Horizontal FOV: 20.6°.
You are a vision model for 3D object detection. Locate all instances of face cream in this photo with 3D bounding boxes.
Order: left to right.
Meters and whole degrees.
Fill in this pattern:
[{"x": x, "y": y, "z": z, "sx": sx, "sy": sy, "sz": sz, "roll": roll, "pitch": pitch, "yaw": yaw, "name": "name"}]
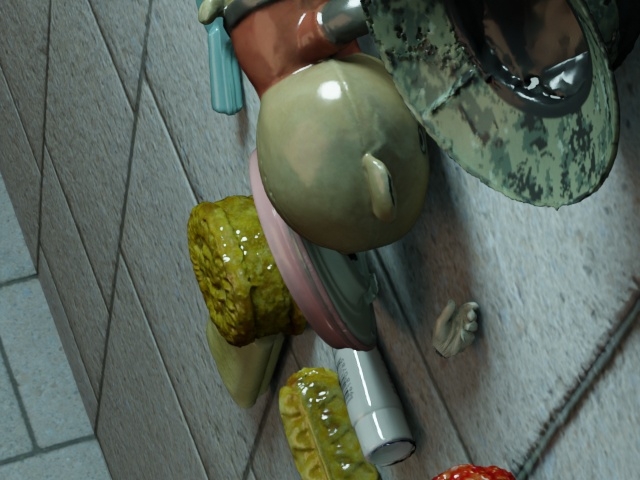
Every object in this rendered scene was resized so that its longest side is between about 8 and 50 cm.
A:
[{"x": 0.039, "y": 0.129, "z": 1.912, "sx": 0.092, "sy": 0.058, "sz": 0.244, "roll": 93, "pitch": 160, "yaw": -57, "name": "face cream"}]

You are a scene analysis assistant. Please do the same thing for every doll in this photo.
[{"x": -0.002, "y": -0.148, "z": 1.608, "sx": 0.235, "sy": 0.174, "sz": 0.330, "roll": 140, "pitch": 112, "yaw": -73, "name": "doll"}]

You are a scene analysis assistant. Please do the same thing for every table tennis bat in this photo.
[{"x": -0.119, "y": -0.264, "z": 2.088, "sx": 0.149, "sy": 0.038, "sz": 0.237, "roll": -148, "pitch": 50, "yaw": -62, "name": "table tennis bat"}]

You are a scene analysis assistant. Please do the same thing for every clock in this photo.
[{"x": 0.001, "y": 0.000, "z": 1.785, "sx": 0.244, "sy": 0.056, "sz": 0.244, "roll": 59, "pitch": -165, "yaw": -27, "name": "clock"}]

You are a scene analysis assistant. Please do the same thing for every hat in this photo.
[{"x": 0.151, "y": -0.162, "z": 1.234, "sx": 0.265, "sy": 0.128, "sz": 0.265, "roll": 45, "pitch": 153, "yaw": 31, "name": "hat"}]

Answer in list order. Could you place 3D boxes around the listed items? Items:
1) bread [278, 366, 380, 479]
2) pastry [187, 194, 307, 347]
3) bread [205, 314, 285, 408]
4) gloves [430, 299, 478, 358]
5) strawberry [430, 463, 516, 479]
[{"x": 0.040, "y": 0.316, "z": 2.003, "sx": 0.084, "sy": 0.077, "sz": 0.367, "roll": -30, "pitch": 74, "yaw": 37, "name": "bread"}, {"x": -0.088, "y": 0.036, "z": 2.123, "sx": 0.189, "sy": 0.103, "sz": 0.189, "roll": 164, "pitch": 90, "yaw": -72, "name": "pastry"}, {"x": -0.099, "y": 0.121, "z": 2.290, "sx": 0.178, "sy": 0.060, "sz": 0.139, "roll": 109, "pitch": 140, "yaw": -59, "name": "bread"}, {"x": 0.124, "y": 0.083, "z": 1.643, "sx": 0.044, "sy": 0.037, "sz": 0.081, "roll": 39, "pitch": 142, "yaw": -5, "name": "gloves"}, {"x": 0.156, "y": 0.264, "z": 1.591, "sx": 0.148, "sy": 0.131, "sz": 0.131, "roll": -6, "pitch": 100, "yaw": 41, "name": "strawberry"}]
